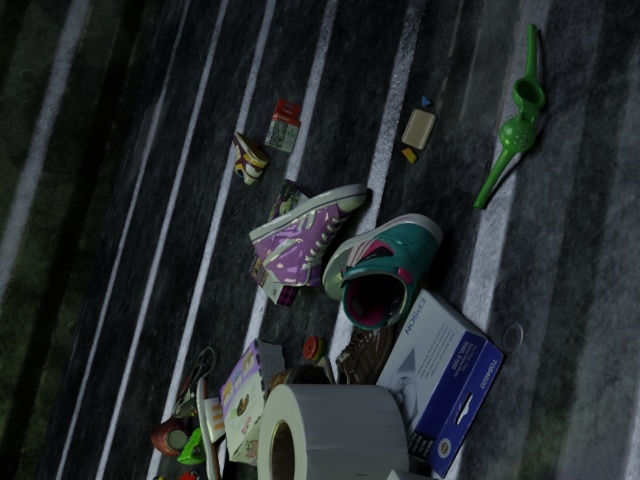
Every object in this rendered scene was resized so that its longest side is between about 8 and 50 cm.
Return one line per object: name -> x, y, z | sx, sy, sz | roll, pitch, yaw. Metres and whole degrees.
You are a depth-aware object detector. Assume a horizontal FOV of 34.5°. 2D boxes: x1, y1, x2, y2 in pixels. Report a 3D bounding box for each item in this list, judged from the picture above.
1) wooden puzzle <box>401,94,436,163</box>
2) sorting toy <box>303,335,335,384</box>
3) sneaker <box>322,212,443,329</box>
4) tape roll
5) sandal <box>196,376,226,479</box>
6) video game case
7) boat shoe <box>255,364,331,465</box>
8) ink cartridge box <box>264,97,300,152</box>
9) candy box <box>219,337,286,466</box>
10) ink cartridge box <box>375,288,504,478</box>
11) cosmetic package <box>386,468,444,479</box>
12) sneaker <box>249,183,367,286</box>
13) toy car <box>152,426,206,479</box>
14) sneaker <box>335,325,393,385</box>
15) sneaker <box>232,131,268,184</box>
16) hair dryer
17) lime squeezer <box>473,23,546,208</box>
wooden puzzle -> 0.182, -0.204, 1.897 | 0.116, 0.014, 0.078 | -65, 31, 13
sorting toy -> -0.022, 0.309, 1.918 | 0.132, 0.046, 0.275 | -55, 31, 30
sneaker -> 0.077, 0.080, 1.756 | 0.295, 0.124, 0.178 | -35, 17, 49
tape roll -> 0.015, 0.349, 1.623 | 0.246, 0.169, 0.246 | -176, 90, -69
sandal -> -0.211, 0.420, 2.188 | 0.102, 0.076, 0.265 | 96, 164, -78
video game case -> -0.072, 0.002, 2.221 | 0.232, 0.041, 0.210 | -67, 27, 9
boat shoe -> -0.053, 0.383, 1.816 | 0.120, 0.122, 0.324 | -8, 71, 52
ink cartridge box -> -0.082, -0.268, 2.394 | 0.029, 0.062, 0.115 | 9, 81, 65
candy box -> -0.130, 0.328, 2.089 | 0.165, 0.070, 0.196 | -56, 29, 28
ink cartridge box -> 0.172, 0.217, 1.602 | 0.223, 0.045, 0.224 | -66, 27, 11
cosmetic package -> 0.116, 0.503, 1.356 | 0.366, 0.196, 0.155 | -65, 27, 16
sneaker -> 0.000, 0.000, 2.051 | 0.282, 0.102, 0.161 | -29, 81, 33
toy car -> -0.292, 0.503, 2.248 | 0.239, 0.053, 0.225 | -22, 26, 39
sneaker -> 0.067, 0.205, 1.784 | 0.066, 0.071, 0.188 | 26, 97, 64
sneaker -> -0.190, -0.205, 2.556 | 0.084, 0.069, 0.185 | -58, 27, 14
hair dryer -> -0.322, 0.409, 2.437 | 0.293, 0.080, 0.224 | -49, 15, 31
lime squeezer -> 0.314, -0.197, 1.611 | 0.110, 0.058, 0.311 | 38, -112, -86
